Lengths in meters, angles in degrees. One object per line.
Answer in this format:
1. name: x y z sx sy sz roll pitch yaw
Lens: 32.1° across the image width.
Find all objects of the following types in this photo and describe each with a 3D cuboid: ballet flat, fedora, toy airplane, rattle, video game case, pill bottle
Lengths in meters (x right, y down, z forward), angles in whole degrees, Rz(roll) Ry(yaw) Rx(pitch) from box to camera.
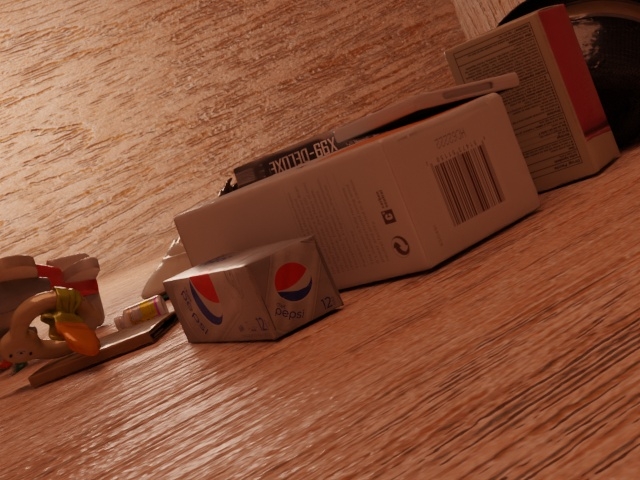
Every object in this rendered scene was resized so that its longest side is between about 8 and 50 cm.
1. ballet flat: -0.179 -0.007 2.168 0.400 0.139 0.139 -22 5 0
2. fedora: 0.399 -0.228 1.674 0.334 0.334 0.152 -19 37 33
3. toy airplane: -0.595 0.129 2.083 0.384 0.272 0.386 -8 -25 25
4. rattle: -0.403 0.173 1.609 0.200 0.142 0.130 -37 -28 7
5. video game case: 0.135 -0.173 1.449 0.173 0.022 0.190 -16 0 -31
6. pill bottle: -0.290 0.122 1.800 0.083 0.043 0.043 -22 5 3

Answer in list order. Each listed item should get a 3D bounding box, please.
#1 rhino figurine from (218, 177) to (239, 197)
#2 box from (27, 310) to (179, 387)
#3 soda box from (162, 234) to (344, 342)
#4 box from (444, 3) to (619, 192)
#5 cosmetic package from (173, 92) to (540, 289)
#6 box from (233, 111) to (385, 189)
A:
1. rhino figurine: -0.141 -0.057 2.255 0.106 0.073 0.243 -27 -39 1
2. box: -0.321 0.160 1.677 0.201 0.021 0.164 -22 5 10
3. soda box: -0.090 0.063 1.339 0.098 0.091 0.286 -25 6 -26
4. box: 0.297 -0.192 1.548 0.149 0.232 0.127 -18 6 33
5. cosmetic package: 0.033 -0.037 1.469 0.230 0.161 0.453 -26 6 -40
6. box: 0.021 -0.088 1.852 0.242 0.076 0.307 -21 -18 9
